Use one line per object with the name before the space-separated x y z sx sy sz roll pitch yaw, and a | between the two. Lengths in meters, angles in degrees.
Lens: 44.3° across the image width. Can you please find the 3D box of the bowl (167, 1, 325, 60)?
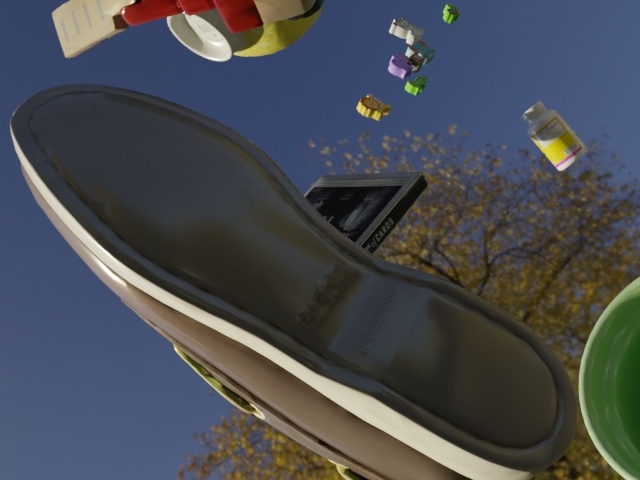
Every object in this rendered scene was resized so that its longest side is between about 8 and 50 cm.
bowl | -0.154 -0.379 1.238 0.156 0.289 0.289 -62 -37 -17

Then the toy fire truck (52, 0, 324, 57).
toy fire truck | -0.133 -0.259 0.644 0.246 0.217 0.158 -15 -10 4

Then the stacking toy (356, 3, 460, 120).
stacking toy | 0.155 -0.316 1.365 0.221 0.052 0.167 -39 -21 -48

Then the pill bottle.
pill bottle | 0.281 -0.128 0.955 0.043 0.083 0.043 -39 -3 -3

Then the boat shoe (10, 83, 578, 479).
boat shoe | -0.031 0.031 0.416 0.116 0.324 0.096 -50 -13 -41

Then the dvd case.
dvd case | 0.000 0.000 0.959 0.238 0.179 0.029 -48 -58 -30

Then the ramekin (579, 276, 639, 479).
ramekin | 0.468 0.173 0.893 0.148 0.303 0.303 37 -86 -35
